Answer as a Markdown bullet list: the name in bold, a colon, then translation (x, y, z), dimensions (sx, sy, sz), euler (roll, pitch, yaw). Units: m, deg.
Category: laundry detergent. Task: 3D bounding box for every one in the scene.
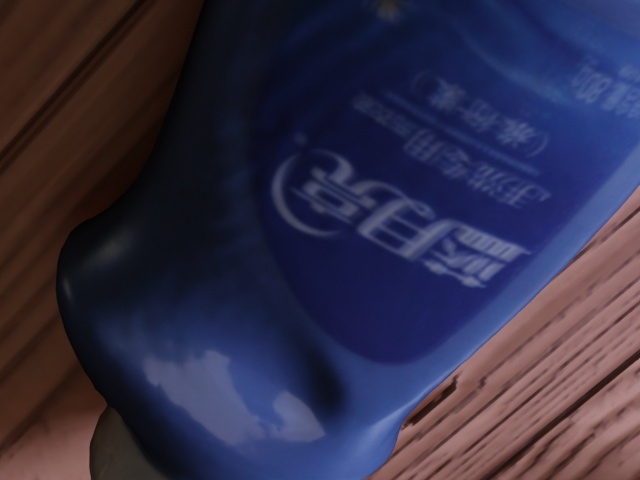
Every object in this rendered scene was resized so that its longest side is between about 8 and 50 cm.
- **laundry detergent**: translation (0.000, 0.000, 0.531), dimensions (0.143, 0.094, 0.290), euler (22, 122, -17)
